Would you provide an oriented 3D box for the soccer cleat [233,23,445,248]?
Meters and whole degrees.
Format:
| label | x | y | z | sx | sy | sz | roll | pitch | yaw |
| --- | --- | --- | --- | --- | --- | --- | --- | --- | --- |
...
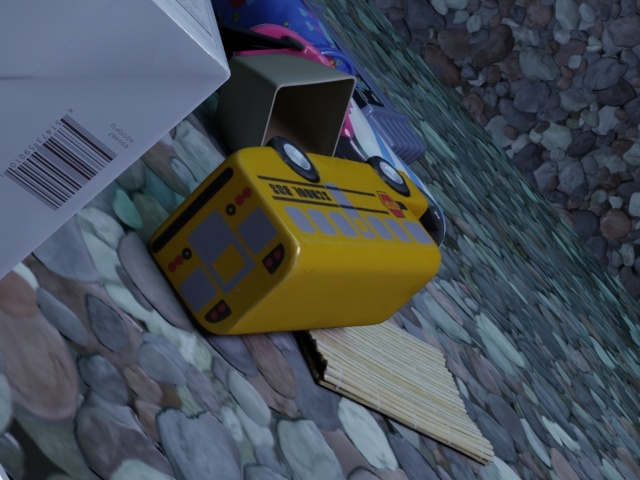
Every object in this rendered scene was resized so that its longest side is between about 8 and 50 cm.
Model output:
| label | x | y | z | sx | sy | sz | roll | pitch | yaw |
| --- | --- | --- | --- | --- | --- | --- | --- | --- | --- |
| soccer cleat | 0.013 | -0.102 | 1.398 | 0.331 | 0.116 | 0.143 | 50 | -1 | -10 |

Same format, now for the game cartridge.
| label | x | y | z | sx | sy | sz | roll | pitch | yaw |
| --- | --- | --- | --- | --- | --- | --- | --- | --- | --- |
| game cartridge | 0.020 | -0.267 | 1.856 | 0.355 | 0.068 | 0.230 | 53 | 11 | 9 |

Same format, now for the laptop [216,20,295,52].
| label | x | y | z | sx | sy | sz | roll | pitch | yaw |
| --- | --- | --- | --- | --- | --- | --- | --- | --- | --- |
| laptop | -0.184 | -0.237 | 1.058 | 0.264 | 0.137 | 0.234 | 53 | 15 | 7 |

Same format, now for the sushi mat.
| label | x | y | z | sx | sy | sz | roll | pitch | yaw |
| --- | --- | --- | --- | --- | --- | --- | --- | --- | --- |
| sushi mat | 0.064 | 0.118 | 1.166 | 0.316 | 0.019 | 0.151 | 32 | 23 | -49 |

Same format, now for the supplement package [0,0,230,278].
| label | x | y | z | sx | sy | sz | roll | pitch | yaw |
| --- | --- | --- | --- | --- | --- | --- | --- | --- | --- |
| supplement package | -0.201 | -0.152 | 0.697 | 0.198 | 0.199 | 0.262 | 41 | 18 | -33 |

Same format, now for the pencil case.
| label | x | y | z | sx | sy | sz | roll | pitch | yaw |
| --- | --- | --- | --- | --- | --- | --- | --- | --- | --- |
| pencil case | -0.064 | -0.275 | 1.519 | 0.133 | 0.119 | 0.306 | 45 | 14 | -53 |

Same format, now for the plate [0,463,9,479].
| label | x | y | z | sx | sy | sz | roll | pitch | yaw |
| --- | --- | --- | --- | --- | --- | --- | --- | --- | --- |
| plate | -0.147 | 0.127 | 0.368 | 0.277 | 0.045 | 0.278 | 64 | 13 | -10 |

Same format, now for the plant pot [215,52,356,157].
| label | x | y | z | sx | sy | sz | roll | pitch | yaw |
| --- | --- | --- | --- | --- | --- | --- | --- | --- | --- |
| plant pot | -0.046 | -0.136 | 1.246 | 0.109 | 0.109 | 0.096 | -14 | 42 | -42 |

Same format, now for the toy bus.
| label | x | y | z | sx | sy | sz | roll | pitch | yaw |
| --- | --- | --- | --- | --- | --- | --- | --- | --- | --- |
| toy bus | 0.000 | 0.000 | 1.027 | 0.130 | 0.108 | 0.333 | 52 | 21 | 20 |
